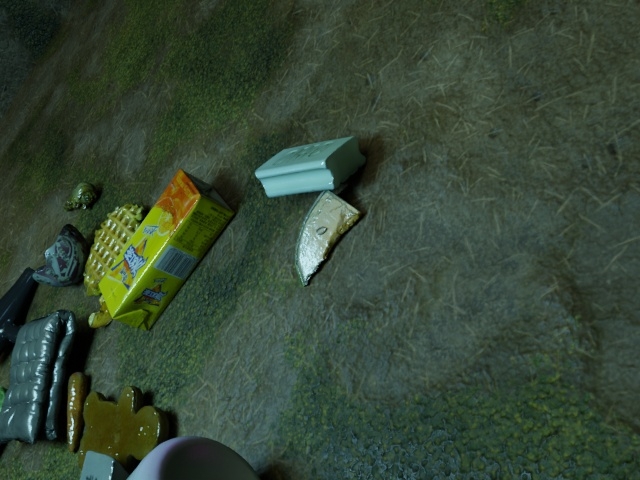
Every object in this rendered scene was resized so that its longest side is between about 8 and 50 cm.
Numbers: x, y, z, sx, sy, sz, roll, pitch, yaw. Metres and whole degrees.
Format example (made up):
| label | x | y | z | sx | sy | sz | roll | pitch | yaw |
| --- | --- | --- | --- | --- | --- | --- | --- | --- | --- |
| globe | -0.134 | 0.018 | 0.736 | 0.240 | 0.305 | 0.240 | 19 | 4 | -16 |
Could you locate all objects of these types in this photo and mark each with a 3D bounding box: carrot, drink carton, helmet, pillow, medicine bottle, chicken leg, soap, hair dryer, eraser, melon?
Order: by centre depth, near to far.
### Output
| label | x | y | z | sx | sy | sz | roll | pitch | yaw |
| --- | --- | --- | --- | --- | --- | --- | --- | --- | --- |
| medicine bottle | -0.247 | 0.494 | 1.119 | 0.302 | 0.241 | 0.241 | -51 | 42 | 24 |
| melon | -0.004 | -0.006 | 1.327 | 0.098 | 0.054 | 0.182 | 43 | 100 | 32 |
| eraser | -0.439 | 0.596 | 1.342 | 0.111 | 0.077 | 0.352 | -2 | 72 | 40 |
| soap | -0.023 | -0.143 | 1.363 | 0.198 | 0.066 | 0.119 | -4 | 27 | 43 |
| drink carton | -0.362 | 0.022 | 1.603 | 0.351 | 0.111 | 0.154 | -53 | 41 | 9 |
| carrot | -0.580 | 0.407 | 1.645 | 0.047 | 0.047 | 0.191 | -27 | 56 | 31 |
| pillow | -0.708 | 0.344 | 1.724 | 0.228 | 0.101 | 0.326 | -18 | 62 | 43 |
| helmet | -0.688 | 0.056 | 1.888 | 0.177 | 0.107 | 0.153 | -58 | 3 | 10 |
| hair dryer | -0.830 | 0.238 | 1.970 | 0.359 | 0.120 | 0.303 | 11 | 61 | 36 |
| chicken leg | -0.728 | -0.118 | 2.069 | 0.178 | 0.070 | 0.093 | -18 | 38 | 46 |

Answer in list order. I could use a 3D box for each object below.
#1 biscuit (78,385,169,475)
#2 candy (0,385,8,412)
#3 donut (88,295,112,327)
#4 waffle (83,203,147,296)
| label | x | y | z | sx | sy | sz | roll | pitch | yaw |
| --- | --- | --- | --- | --- | --- | --- | --- | --- | --- |
| biscuit | -0.420 | 0.411 | 1.479 | 0.301 | 0.049 | 0.197 | -14 | 67 | 40 |
| candy | -0.925 | 0.552 | 1.841 | 0.142 | 0.132 | 0.343 | 29 | 91 | 6 |
| donut | -0.551 | 0.172 | 1.734 | 0.038 | 0.067 | 0.083 | 12 | 110 | 64 |
| waffle | -0.544 | 0.023 | 1.823 | 0.245 | 0.052 | 0.254 | -24 | 53 | 35 |
